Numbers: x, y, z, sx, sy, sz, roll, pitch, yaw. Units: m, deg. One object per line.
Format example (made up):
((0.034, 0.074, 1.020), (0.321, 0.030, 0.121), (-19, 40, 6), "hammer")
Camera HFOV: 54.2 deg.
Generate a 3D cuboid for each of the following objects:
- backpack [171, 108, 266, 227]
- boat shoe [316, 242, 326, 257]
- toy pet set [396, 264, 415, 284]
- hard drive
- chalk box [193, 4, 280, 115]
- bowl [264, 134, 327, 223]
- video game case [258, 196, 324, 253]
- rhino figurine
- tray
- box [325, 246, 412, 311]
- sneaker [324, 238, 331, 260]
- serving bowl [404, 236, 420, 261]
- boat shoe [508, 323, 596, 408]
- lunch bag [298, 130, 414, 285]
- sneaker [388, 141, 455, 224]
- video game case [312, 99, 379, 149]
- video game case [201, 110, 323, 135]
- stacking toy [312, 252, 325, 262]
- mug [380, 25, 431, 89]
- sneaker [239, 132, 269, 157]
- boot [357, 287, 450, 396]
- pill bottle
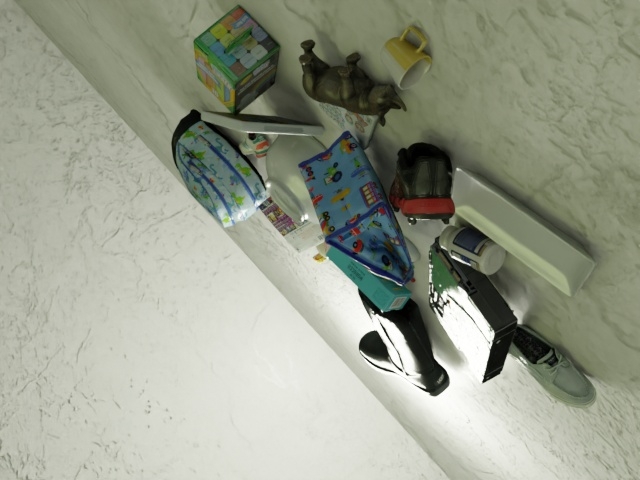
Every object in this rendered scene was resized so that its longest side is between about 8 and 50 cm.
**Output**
((-0.335, -0.215, 2.078), (0.356, 0.273, 0.290), (31, 155, 13), "backpack")
((0.000, 0.000, 2.029), (0.049, 0.043, 0.137), (-31, 108, 33), "boat shoe")
((0.184, 0.073, 1.642), (0.114, 0.065, 0.122), (37, 162, 29), "toy pet set")
((0.321, 0.154, 1.361), (0.237, 0.064, 0.339), (59, 174, 31), "hard drive")
((-0.179, -0.391, 1.332), (0.132, 0.132, 0.213), (46, 164, 5), "chalk box")
((-0.048, -0.142, 1.614), (0.298, 0.134, 0.298), (43, 164, 15), "bowl")
((-0.072, -0.069, 1.933), (0.210, 0.042, 0.232), (49, 149, -8), "video game case")
((0.056, -0.269, 1.102), (0.243, 0.073, 0.106), (30, 153, 32), "rhino figurine")
((0.334, -0.021, 1.050), (0.270, 0.030, 0.145), (41, 163, 24), "tray")
((0.132, 0.092, 1.730), (0.244, 0.060, 0.101), (44, -155, 29), "box")
((0.043, 0.032, 1.865), (0.134, 0.051, 0.070), (26, -124, -72), "sneaker")
((0.205, 0.024, 1.537), (0.083, 0.027, 0.083), (43, 166, 14), "serving bowl")
((0.467, 0.256, 1.299), (0.227, 0.079, 0.081), (41, 169, 34), "boat shoe")
((0.108, -0.048, 1.314), (0.293, 0.138, 0.221), (40, -157, -47), "lunch bag")
((0.179, -0.109, 1.126), (0.276, 0.098, 0.135), (-94, 3, -81), "sneaker")
((0.047, -0.264, 1.246), (0.157, 0.019, 0.143), (45, 166, 8), "video game case")
((-0.139, -0.271, 1.452), (0.227, 0.206, 0.026), (27, 115, 53), "video game case")
((-0.077, -0.012, 2.193), (0.167, 0.052, 0.221), (55, 164, -26), "stacking toy")
((0.128, -0.277, 0.938), (0.064, 0.078, 0.062), (51, -160, 19), "mug")
((-0.195, -0.289, 1.823), (0.161, 0.057, 0.075), (27, 138, 57), "sneaker")
((0.202, 0.279, 1.964), (0.367, 0.146, 0.445), (20, 155, 40), "boot")
((0.288, 0.014, 1.198), (0.120, 0.067, 0.067), (31, 159, 47), "pill bottle")
